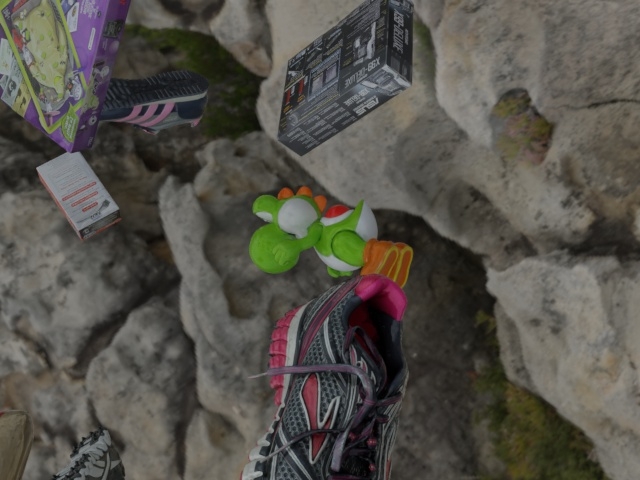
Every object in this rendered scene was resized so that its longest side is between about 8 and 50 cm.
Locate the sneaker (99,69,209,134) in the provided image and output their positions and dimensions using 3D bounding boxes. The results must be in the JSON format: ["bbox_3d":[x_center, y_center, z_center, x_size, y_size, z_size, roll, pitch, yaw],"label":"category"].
[{"bbox_3d":[-0.391,-0.270,1.649,0.131,0.319,0.112,106,146,-46],"label":"sneaker"}]

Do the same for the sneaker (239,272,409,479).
[{"bbox_3d":[0.013,0.151,0.618,0.121,0.299,0.112,30,130,-29],"label":"sneaker"}]

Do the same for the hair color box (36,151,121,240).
[{"bbox_3d":[-0.484,-0.093,1.568,0.167,0.093,0.053,52,159,16],"label":"hair color box"}]

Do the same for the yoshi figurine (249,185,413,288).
[{"bbox_3d":[-0.006,0.026,1.651,0.362,0.203,0.203,23,138,28],"label":"yoshi figurine"}]

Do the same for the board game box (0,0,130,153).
[{"bbox_3d":[-0.354,-0.317,1.050,0.208,0.056,0.347,38,122,20],"label":"board game box"}]

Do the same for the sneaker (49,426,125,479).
[{"bbox_3d":[-0.338,0.365,1.154,0.078,0.234,0.106,-33,98,5],"label":"sneaker"}]

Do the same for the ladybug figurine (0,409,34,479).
[{"bbox_3d":[-0.727,0.506,1.663,0.449,0.162,0.305,164,122,-74],"label":"ladybug figurine"}]

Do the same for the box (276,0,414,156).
[{"bbox_3d":[0.049,-0.341,1.577,0.076,0.242,0.307,32,136,-33],"label":"box"}]
